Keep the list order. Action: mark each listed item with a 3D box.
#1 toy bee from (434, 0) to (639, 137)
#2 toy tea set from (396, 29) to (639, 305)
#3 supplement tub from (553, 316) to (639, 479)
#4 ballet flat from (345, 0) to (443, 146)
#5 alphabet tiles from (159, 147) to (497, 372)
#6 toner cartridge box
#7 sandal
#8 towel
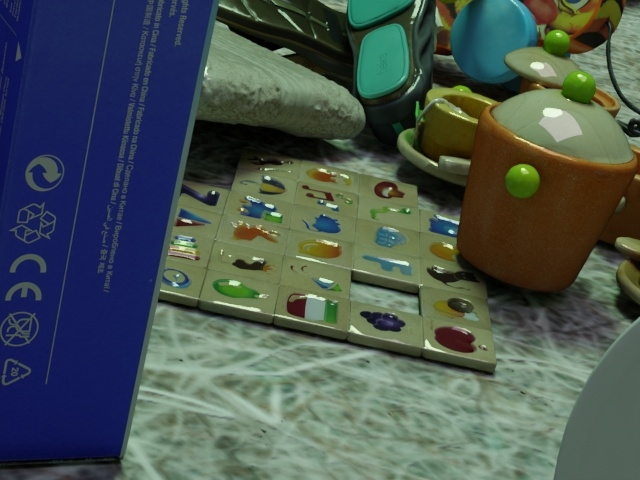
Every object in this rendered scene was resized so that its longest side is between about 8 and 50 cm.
[{"bbox_3d":[0.180,-0.193,1.248,0.298,0.162,0.195,20,7,8],"label":"toy bee"},{"bbox_3d":[0.163,-0.070,0.996,0.200,0.124,0.336,11,23,-17],"label":"toy tea set"},{"bbox_3d":[0.261,0.085,0.559,0.324,0.235,0.235,-9,32,-43],"label":"supplement tub"},{"bbox_3d":[0.056,-0.144,1.143,0.074,0.074,0.203,11,45,-7],"label":"ballet flat"},{"bbox_3d":[0.000,0.000,0.906,0.198,0.009,0.237,12,22,-2],"label":"alphabet tiles"},{"bbox_3d":[-0.107,-0.098,0.635,0.075,0.348,0.165,2,26,-27],"label":"toner cartridge box"},{"bbox_3d":[-0.019,-0.155,1.196,0.219,0.060,0.090,20,35,-24],"label":"sandal"},{"bbox_3d":[-0.125,-0.137,1.056,0.282,0.049,0.187,29,15,30],"label":"towel"}]
